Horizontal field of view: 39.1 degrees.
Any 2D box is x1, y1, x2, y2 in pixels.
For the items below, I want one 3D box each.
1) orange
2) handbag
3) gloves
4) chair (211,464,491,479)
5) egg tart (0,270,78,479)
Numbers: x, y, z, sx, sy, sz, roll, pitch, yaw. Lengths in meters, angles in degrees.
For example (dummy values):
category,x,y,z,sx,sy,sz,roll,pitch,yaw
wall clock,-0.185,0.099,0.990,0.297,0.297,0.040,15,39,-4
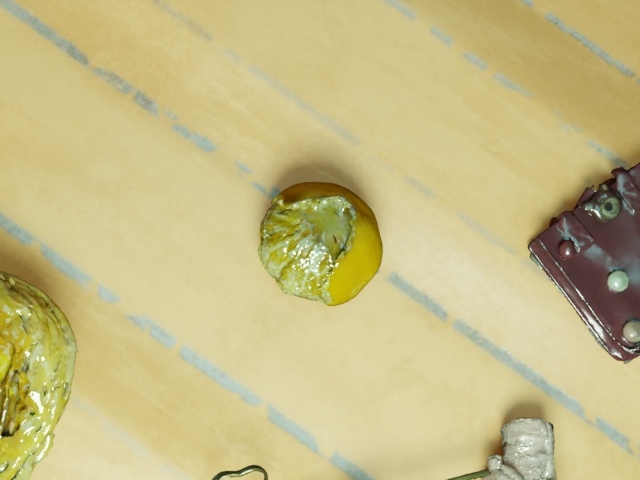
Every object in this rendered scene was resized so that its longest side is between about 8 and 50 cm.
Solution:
category,x,y,z,sx,sy,sz,roll,pitch,yaw
orange,0.000,0.000,1.081,0.157,0.134,0.156,5,62,-10
handbag,0.402,0.022,1.159,0.203,0.074,0.216,-34,84,-14
gloves,0.240,0.282,1.070,0.094,0.110,0.144,10,48,2
chair,0.046,0.351,0.986,0.326,0.170,0.159,0,109,-12
egg tart,-0.395,0.172,1.000,0.297,0.132,0.297,-1,79,7
